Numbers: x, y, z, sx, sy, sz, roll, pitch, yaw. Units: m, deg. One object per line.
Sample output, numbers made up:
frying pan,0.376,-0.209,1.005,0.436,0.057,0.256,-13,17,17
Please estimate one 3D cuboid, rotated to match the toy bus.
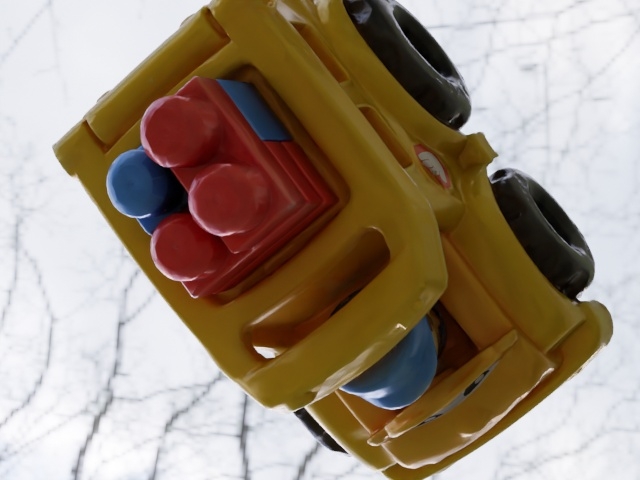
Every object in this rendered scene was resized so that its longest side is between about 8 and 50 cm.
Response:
toy bus,0.000,0.000,0.621,0.220,0.149,0.211,53,-164,6
